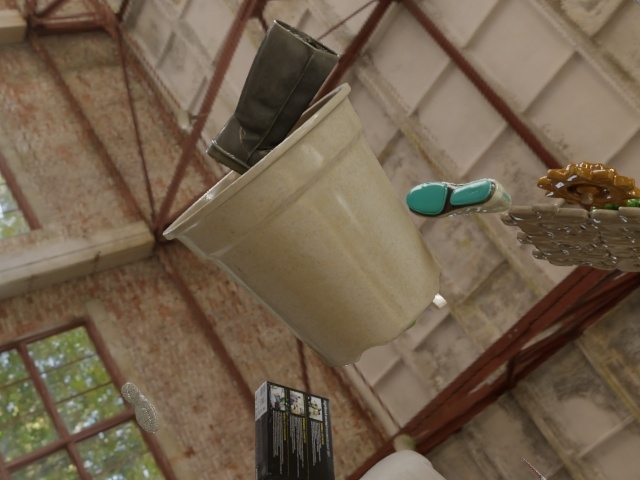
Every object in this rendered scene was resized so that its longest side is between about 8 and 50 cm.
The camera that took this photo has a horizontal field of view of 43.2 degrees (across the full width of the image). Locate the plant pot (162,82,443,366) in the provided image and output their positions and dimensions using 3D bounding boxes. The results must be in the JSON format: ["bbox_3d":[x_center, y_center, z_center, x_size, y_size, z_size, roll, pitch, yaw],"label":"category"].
[{"bbox_3d":[0.000,0.000,1.162,0.305,0.334,0.333,51,-37,-10],"label":"plant pot"}]

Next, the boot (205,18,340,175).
[{"bbox_3d":[-0.038,-0.171,1.113,0.209,0.189,0.076,-57,-150,11],"label":"boot"}]

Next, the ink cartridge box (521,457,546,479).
[{"bbox_3d":[0.290,0.340,0.918,0.145,0.045,0.179,49,-3,-11],"label":"ink cartridge box"}]

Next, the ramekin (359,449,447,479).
[{"bbox_3d":[0.101,0.417,1.033,0.127,0.272,0.273,27,-56,34],"label":"ramekin"}]

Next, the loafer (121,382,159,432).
[{"bbox_3d":[-0.381,0.360,1.738,0.125,0.045,0.039,51,-10,20],"label":"loafer"}]

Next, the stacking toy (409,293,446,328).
[{"bbox_3d":[0.076,0.082,1.587,0.280,0.130,0.309,52,-24,3],"label":"stacking toy"}]

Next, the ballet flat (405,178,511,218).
[{"bbox_3d":[0.189,-0.051,1.112,0.168,0.052,0.057,1,-112,53],"label":"ballet flat"}]

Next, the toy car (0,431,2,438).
[{"bbox_3d":[-0.533,0.282,1.114,0.155,0.149,0.188,40,-24,-17],"label":"toy car"}]

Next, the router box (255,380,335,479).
[{"bbox_3d":[-0.045,0.340,1.380,0.046,0.133,0.179,-48,-148,38],"label":"router box"}]

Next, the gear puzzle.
[{"bbox_3d":[0.282,-0.024,0.829,0.175,0.339,0.044,4,-102,27],"label":"gear puzzle"}]

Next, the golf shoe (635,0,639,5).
[{"bbox_3d":[0.262,-0.163,0.596,0.069,0.176,0.086,-1,-65,9],"label":"golf shoe"}]
